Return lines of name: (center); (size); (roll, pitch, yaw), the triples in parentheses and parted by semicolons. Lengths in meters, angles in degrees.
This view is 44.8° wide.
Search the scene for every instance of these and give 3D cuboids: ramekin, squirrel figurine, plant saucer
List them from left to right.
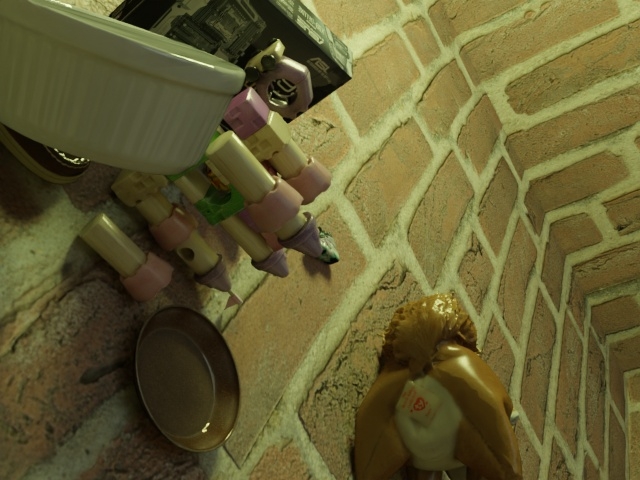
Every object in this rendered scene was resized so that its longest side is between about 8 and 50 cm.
ramekin: (-0.226, -0.166, 0.827); (0.273, 0.273, 0.127); (-4, 118, -61)
plant saucer: (-0.181, 0.184, 1.026); (0.198, 0.036, 0.198); (40, 38, -40)
squirrel figurine: (0.249, 0.295, 1.456); (0.370, 0.281, 0.396); (32, 46, -57)

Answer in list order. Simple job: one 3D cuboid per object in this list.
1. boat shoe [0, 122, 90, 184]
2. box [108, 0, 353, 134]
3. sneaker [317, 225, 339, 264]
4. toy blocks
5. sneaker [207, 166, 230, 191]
boat shoe: (-0.353, -0.239, 0.943); (0.123, 0.123, 0.342); (-19, 87, -62)
box: (-0.137, -0.301, 1.204); (0.307, 0.242, 0.076); (37, 39, -34)
sneaker: (0.000, 0.000, 1.477); (0.098, 0.038, 0.069); (41, 35, -55)
toy blocks: (-0.106, -0.053, 1.073); (0.260, 0.289, 0.309); (48, 30, -25)
sneaker: (-0.151, -0.091, 1.269); (0.067, 0.064, 0.175); (-19, 79, -47)
